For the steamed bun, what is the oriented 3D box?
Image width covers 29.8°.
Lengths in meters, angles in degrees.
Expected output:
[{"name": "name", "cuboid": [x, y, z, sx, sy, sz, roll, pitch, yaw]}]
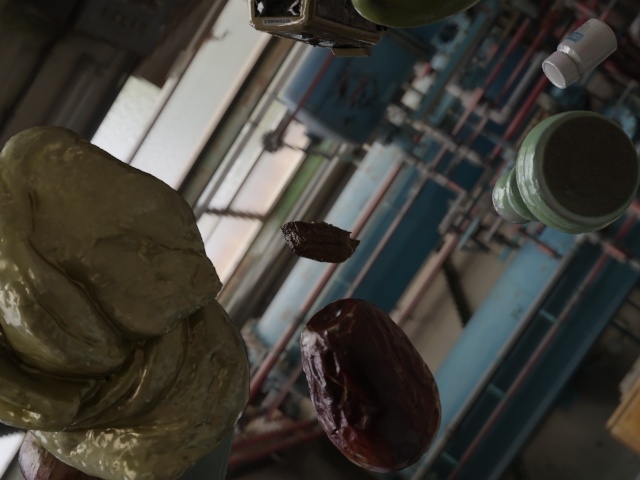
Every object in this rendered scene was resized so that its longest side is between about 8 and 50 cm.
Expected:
[{"name": "steamed bun", "cuboid": [-0.251, 0.084, 1.235, 0.324, 0.372, 0.230, 0, -150, 18]}]

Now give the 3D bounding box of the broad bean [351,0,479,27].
[{"name": "broad bean", "cuboid": [0.151, -0.368, 1.539, 0.189, 0.263, 0.121, 31, -130, -29]}]

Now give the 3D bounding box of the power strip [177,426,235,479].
[{"name": "power strip", "cuboid": [-0.233, 0.297, 1.905, 0.198, 0.213, 0.064, 6, -160, -24]}]

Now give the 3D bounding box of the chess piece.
[{"name": "chess piece", "cuboid": [0.270, -0.065, 1.453, 0.139, 0.139, 0.271, 32, 169, -5]}]

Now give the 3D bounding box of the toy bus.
[{"name": "toy bus", "cuboid": [0.003, -0.388, 1.940, 0.139, 0.157, 0.289, 5, -176, 27]}]

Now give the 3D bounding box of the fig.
[{"name": "fig", "cuboid": [-0.318, 0.265, 1.677, 0.160, 0.231, 0.143, 25, 162, -1]}]

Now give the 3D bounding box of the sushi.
[{"name": "sushi", "cuboid": [0.002, -0.002, 1.687, 0.118, 0.061, 0.060, 21, -134, -28]}]

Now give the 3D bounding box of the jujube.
[{"name": "jujube", "cuboid": [0.087, 0.258, 2.127, 0.318, 0.223, 0.223, 62, 179, -21]}]

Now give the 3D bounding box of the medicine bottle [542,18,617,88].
[{"name": "medicine bottle", "cuboid": [0.326, -0.235, 1.515, 0.052, 0.089, 0.052, 49, 172, 10]}]
